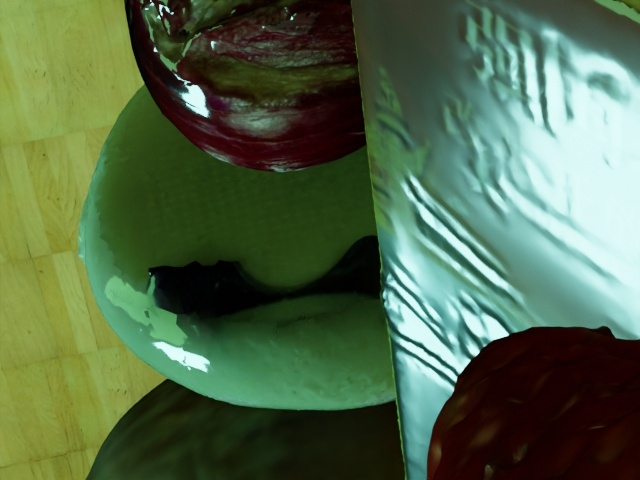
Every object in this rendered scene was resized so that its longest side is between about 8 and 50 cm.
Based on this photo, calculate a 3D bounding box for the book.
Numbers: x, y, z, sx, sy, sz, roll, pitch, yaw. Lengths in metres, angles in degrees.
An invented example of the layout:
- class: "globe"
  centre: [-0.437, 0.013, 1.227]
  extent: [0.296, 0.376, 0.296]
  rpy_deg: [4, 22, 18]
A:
- class: "book"
  centre: [0.114, 0.060, 0.679]
  extent: [0.262, 0.028, 0.374]
  rpy_deg: [36, 149, 36]

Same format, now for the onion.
- class: "onion"
  centre: [0.014, -0.188, 1.034]
  extent: [0.314, 0.232, 0.314]
  rpy_deg: [9, -90, -80]

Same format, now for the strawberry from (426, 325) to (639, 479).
- class: "strawberry"
  centre: [0.099, 0.112, 0.542]
  extent: [0.244, 0.205, 0.205]
  rpy_deg: [-129, 25, -54]

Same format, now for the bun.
- class: "bun"
  centre: [0.000, 0.000, 1.248]
  extent: [0.187, 0.293, 0.293]
  rpy_deg: [75, 180, -51]

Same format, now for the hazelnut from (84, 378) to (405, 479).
- class: "hazelnut"
  centre: [0.010, 0.224, 1.393]
  extent: [0.409, 0.359, 0.359]
  rpy_deg: [-106, 5, -75]
